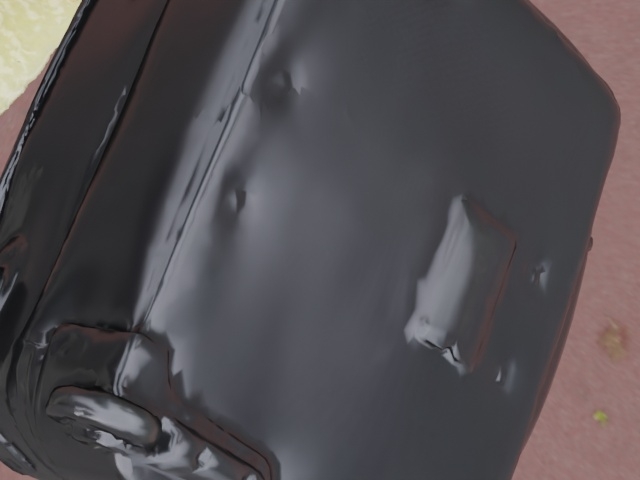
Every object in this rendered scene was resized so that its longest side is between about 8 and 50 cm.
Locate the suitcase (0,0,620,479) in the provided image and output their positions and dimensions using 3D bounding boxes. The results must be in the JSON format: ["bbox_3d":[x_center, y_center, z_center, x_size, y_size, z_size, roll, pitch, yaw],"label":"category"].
[{"bbox_3d":[0.000,0.000,0.783,0.339,0.188,0.345,34,69,-40],"label":"suitcase"}]

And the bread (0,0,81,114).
[{"bbox_3d":[-0.395,-0.276,1.204,0.346,0.405,0.242,38,86,-30],"label":"bread"}]
